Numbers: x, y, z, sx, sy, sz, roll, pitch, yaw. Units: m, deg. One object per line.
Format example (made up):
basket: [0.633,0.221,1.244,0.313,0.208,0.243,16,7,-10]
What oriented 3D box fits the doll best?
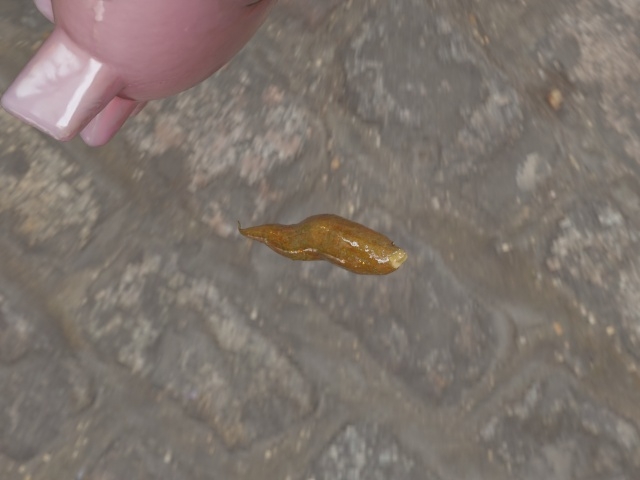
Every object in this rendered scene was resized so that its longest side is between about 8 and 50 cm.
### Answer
doll: [-0.052,-0.132,0.648,0.093,0.262,0.211,26,97,6]

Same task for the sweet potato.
sweet potato: [0.000,0.000,1.698,0.195,0.056,0.056,8,106,27]
